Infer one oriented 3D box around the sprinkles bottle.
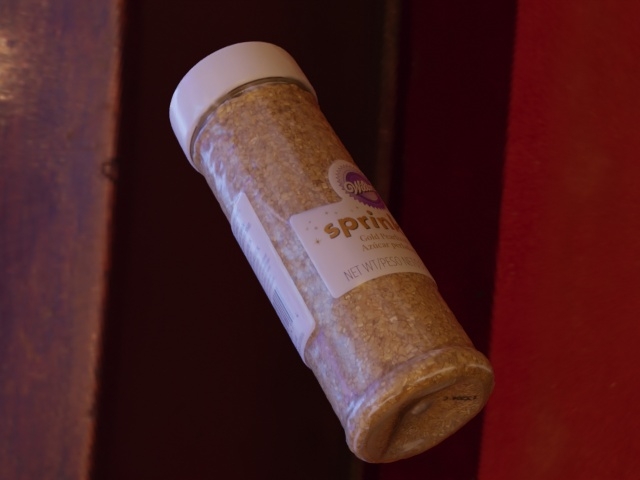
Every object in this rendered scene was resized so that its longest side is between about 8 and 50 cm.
[{"bbox_3d":[0.000,0.000,1.029,0.121,0.121,0.355,-41,56,16],"label":"sprinkles bottle"}]
